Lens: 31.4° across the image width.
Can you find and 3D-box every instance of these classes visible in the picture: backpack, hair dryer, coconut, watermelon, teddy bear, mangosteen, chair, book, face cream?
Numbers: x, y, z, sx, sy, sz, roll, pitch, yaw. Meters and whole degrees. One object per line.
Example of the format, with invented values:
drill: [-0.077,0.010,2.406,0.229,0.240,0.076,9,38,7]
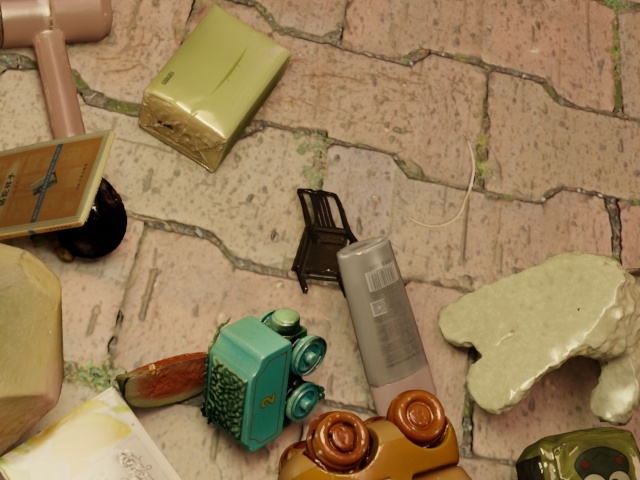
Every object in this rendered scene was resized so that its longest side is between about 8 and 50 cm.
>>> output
backpack: [0.411,0.417,1.735,0.207,0.140,0.253,-5,72,-20]
hair dryer: [-0.416,-0.264,1.860,0.189,0.107,0.344,-8,75,-25]
coconut: [-0.494,0.135,1.484,0.353,0.352,0.352,8,60,-15]
watermelon: [-0.209,0.191,1.643,0.245,0.119,0.063,-2,63,-49]
teddy bear: [0.451,0.175,1.891,0.362,0.375,0.327,39,22,-49]
mangosteen: [-0.371,-0.032,1.725,0.151,0.137,0.137,-25,71,0]
chair: [0.000,0.000,1.864,0.084,0.101,0.212,8,23,-16]
book: [-0.422,-0.079,1.690,0.018,0.242,0.170,49,43,-45]
face cream: [0.099,0.133,1.748,0.107,0.073,0.269,-22,103,-23]

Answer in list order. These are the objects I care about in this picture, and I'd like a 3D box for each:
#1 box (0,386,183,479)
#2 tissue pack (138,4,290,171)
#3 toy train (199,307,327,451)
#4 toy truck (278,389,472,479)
box: [-0.293,0.361,1.540,0.194,0.111,0.260,-33,75,-30]
tissue pack: [-0.178,-0.255,1.902,0.159,0.125,0.234,32,58,0]
toy train: [-0.083,0.198,1.647,0.112,0.203,0.163,29,38,34]
toy truck: [0.089,0.341,1.624,0.288,0.204,0.211,-14,71,-26]
